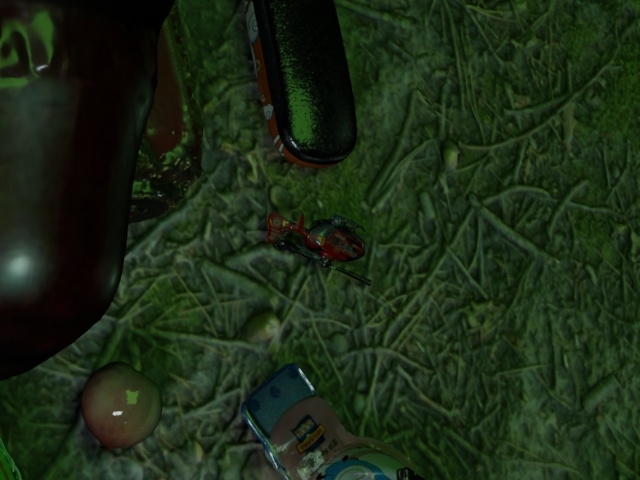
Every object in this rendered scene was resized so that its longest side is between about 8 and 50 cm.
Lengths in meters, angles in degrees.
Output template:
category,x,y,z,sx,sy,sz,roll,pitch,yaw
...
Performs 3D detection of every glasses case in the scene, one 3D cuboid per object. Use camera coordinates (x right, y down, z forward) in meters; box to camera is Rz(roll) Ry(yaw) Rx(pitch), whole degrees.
category,x,y,z,sx,sy,sz,roll,pitch,yaw
glasses case,-0.024,-0.209,1.773,0.103,0.067,0.266,2,70,-37

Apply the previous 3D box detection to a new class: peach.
category,x,y,z,sx,sy,sz,roll,pitch,yaw
peach,-0.190,0.157,1.495,0.083,0.083,0.083,14,63,-31

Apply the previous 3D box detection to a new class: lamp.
category,x,y,z,sx,sy,sz,roll,pitch,yaw
lamp,-0.211,-0.152,1.551,0.177,0.177,0.274,-2,71,-36

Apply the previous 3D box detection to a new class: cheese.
category,x,y,z,sx,sy,sz,roll,pitch,yaw
cheese,0.026,0.259,1.610,0.189,0.074,0.286,-38,94,-41

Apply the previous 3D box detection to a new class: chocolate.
category,x,y,z,sx,sy,sz,roll,pitch,yaw
chocolate,-0.302,-0.052,1.317,0.384,0.384,0.331,-10,101,-38

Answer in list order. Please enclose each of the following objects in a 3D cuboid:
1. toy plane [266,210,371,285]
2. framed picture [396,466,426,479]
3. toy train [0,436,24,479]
category,x,y,z,sx,sy,sz,roll,pitch,yaw
toy plane,0.000,0.000,1.724,0.145,0.037,0.060,24,69,-31
framed picture,0.128,0.415,1.562,0.255,0.014,0.338,43,41,-62
toy train,-0.345,0.239,1.322,0.188,0.132,0.243,-19,83,-47
